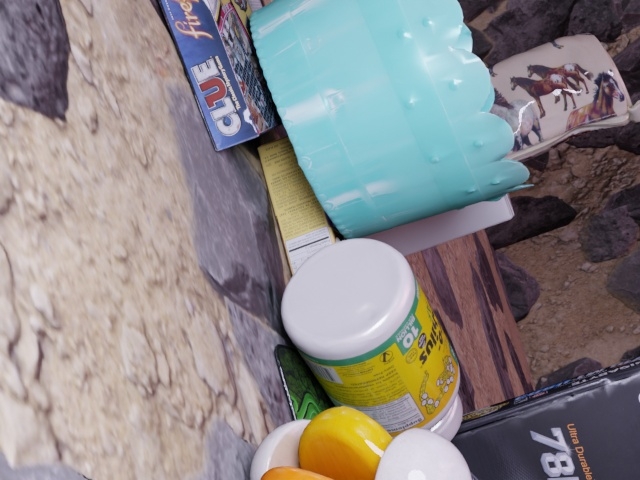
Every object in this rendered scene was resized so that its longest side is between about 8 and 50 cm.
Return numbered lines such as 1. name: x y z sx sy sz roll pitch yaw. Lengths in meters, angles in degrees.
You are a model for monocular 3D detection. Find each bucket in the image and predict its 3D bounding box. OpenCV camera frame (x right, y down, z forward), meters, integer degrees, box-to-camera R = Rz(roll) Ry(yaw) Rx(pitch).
1. bucket: 0.065 -0.143 1.202 0.281 0.183 0.281 -22 90 -80

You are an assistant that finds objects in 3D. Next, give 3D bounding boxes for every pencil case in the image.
1. pencil case: 0.282 -0.179 1.966 0.160 0.410 0.184 63 5 -69

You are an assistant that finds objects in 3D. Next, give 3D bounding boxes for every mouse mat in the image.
1. mouse mat: 0.007 0.167 1.101 0.189 0.007 0.153 28 44 -73

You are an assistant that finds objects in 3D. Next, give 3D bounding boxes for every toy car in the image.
1. toy car: 0.021 0.205 0.812 0.136 0.159 0.182 -40 115 -41

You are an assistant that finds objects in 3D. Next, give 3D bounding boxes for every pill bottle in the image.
1. pill bottle: 0.055 0.103 1.116 0.208 0.117 0.118 60 15 -44

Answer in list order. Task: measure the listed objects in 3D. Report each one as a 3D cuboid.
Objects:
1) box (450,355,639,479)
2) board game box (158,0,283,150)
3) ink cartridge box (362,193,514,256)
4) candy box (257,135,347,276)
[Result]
1. box: 0.237 0.294 1.242 0.073 0.293 0.296 -23 94 -78
2. board game box: -0.081 -0.176 1.174 0.243 0.042 0.165 -49 119 -78
3. ink cartridge box: 0.116 -0.125 1.631 0.270 0.198 0.197 -83 152 -68
4. candy box: 0.000 0.000 1.235 0.109 0.053 0.187 43 30 -67
